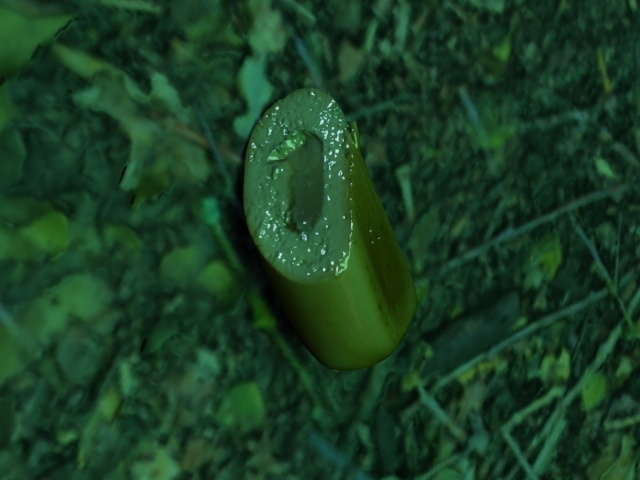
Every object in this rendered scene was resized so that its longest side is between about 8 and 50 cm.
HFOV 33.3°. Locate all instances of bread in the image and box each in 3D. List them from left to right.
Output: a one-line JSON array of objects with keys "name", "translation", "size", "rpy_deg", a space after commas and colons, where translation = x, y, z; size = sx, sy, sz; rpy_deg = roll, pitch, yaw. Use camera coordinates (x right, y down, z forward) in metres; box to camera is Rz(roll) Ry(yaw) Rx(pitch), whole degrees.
[{"name": "bread", "translation": [-0.001, -0.001, 0.418], "size": [0.103, 0.049, 0.062], "rpy_deg": [66, 30, -21]}]
